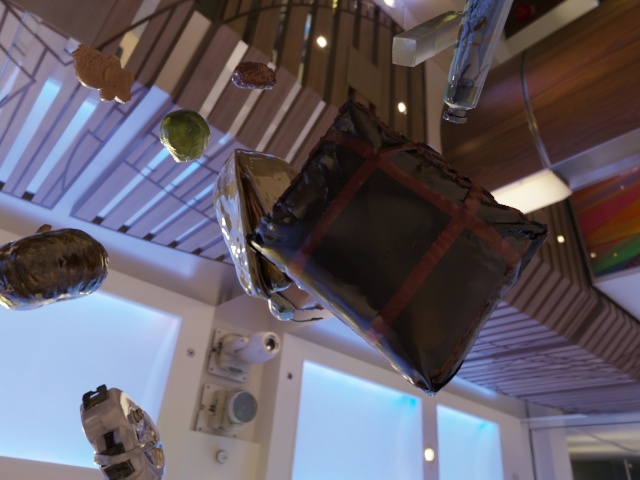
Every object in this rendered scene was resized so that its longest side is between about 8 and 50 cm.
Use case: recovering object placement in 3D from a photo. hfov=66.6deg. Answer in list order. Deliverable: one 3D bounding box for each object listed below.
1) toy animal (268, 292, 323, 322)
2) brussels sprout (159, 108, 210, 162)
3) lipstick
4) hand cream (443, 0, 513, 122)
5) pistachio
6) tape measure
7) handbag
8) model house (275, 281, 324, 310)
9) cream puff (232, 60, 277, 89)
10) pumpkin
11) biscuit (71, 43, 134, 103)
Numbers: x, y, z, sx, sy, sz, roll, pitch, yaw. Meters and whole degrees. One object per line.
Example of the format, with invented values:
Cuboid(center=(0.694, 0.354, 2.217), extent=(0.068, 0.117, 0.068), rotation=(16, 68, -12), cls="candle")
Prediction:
Cuboid(center=(-0.084, 0.209, 1.414), extent=(0.253, 0.079, 0.070), rotation=(47, -122, -52), cls="toy animal")
Cuboid(center=(-0.464, -0.364, 1.689), extent=(0.161, 0.144, 0.180), rotation=(-30, -71, -37), cls="brussels sprout")
Cuboid(center=(0.292, -0.530, 1.265), extent=(0.317, 0.066, 0.068), rotation=(-40, -39, -40), cls="lipstick")
Cuboid(center=(0.259, -0.334, 0.807), extent=(0.058, 0.271, 0.091), rotation=(-16, -142, -41), cls="hand cream")
Cuboid(center=(-0.092, -0.041, 0.837), extent=(0.197, 0.166, 0.288), rotation=(73, 175, -59), cls="pistachio")
Cuboid(center=(-0.405, 0.441, 1.031), extent=(0.197, 0.120, 0.236), rotation=(55, 168, 41), cls="tape measure")
Cuboid(center=(0.066, 0.000, 0.430), extent=(0.215, 0.169, 0.155), rotation=(39, -176, 13), cls="handbag")
Cuboid(center=(0.000, 0.000, 1.043), extent=(0.202, 0.237, 0.237), rotation=(44, -167, 22), cls="model house")
Cuboid(center=(-0.210, -0.528, 1.556), extent=(0.149, 0.149, 0.084), rotation=(-20, -57, -48), cls="cream puff")
Cuboid(center=(-0.524, 0.044, 0.938), extent=(0.219, 0.219, 0.162), rotation=(-8, -101, -46), cls="pumpkin")
Cuboid(center=(-0.589, -0.446, 1.325), extent=(0.184, 0.027, 0.133), rotation=(-3, -82, -59), cls="biscuit")
